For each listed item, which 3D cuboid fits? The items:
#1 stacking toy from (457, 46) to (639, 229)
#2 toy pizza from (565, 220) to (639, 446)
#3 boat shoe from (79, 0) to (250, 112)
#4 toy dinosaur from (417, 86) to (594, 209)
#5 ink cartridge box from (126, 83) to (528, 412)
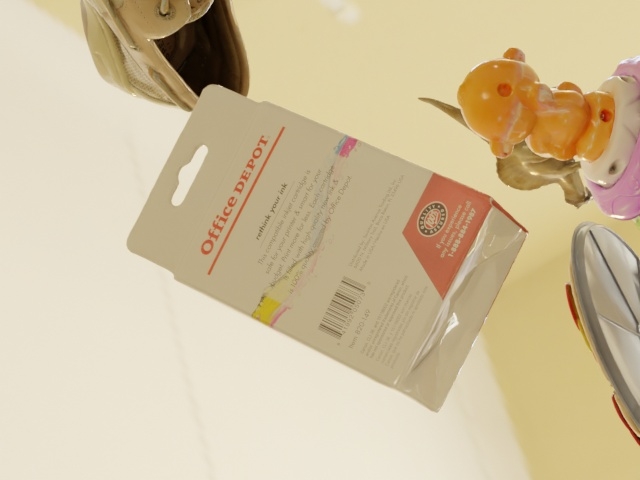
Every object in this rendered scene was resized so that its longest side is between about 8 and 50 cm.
[{"bbox_3d":[0.224,-0.056,1.117,0.166,0.301,0.175,158,122,-74],"label":"stacking toy"},{"bbox_3d":[0.234,0.081,1.374,0.201,0.032,0.201,45,-150,-35],"label":"toy pizza"},{"bbox_3d":[-0.113,-0.199,1.237,0.110,0.122,0.341,29,163,21],"label":"boat shoe"},{"bbox_3d":[0.173,-0.077,1.476,0.183,0.092,0.053,30,-142,-21],"label":"toy dinosaur"},{"bbox_3d":[0.000,0.000,1.012,0.198,0.115,0.067,26,176,30],"label":"ink cartridge box"}]
